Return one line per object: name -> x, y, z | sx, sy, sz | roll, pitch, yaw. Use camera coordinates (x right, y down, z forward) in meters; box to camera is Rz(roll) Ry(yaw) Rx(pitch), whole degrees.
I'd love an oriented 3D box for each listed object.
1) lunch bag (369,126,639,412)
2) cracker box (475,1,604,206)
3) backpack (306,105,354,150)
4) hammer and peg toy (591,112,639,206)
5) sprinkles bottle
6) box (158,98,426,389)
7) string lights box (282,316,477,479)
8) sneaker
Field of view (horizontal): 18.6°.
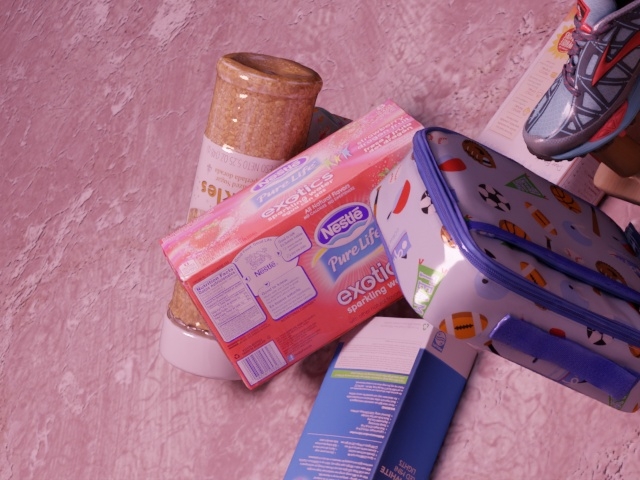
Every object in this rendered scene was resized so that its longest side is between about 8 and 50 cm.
lunch bag -> 0.199, 0.032, 1.800 | 0.115, 0.303, 0.243 | -53, 33, 23
cracker box -> 0.266, -0.129, 2.044 | 0.232, 0.067, 0.156 | -53, 35, -1
backpack -> 0.025, -0.078, 2.227 | 0.152, 0.115, 0.182 | -51, 33, 7
hammer and peg toy -> 0.425, -0.176, 1.848 | 0.266, 0.127, 0.361 | 23, 82, 53
sprinkles bottle -> -0.091, -0.026, 2.179 | 0.121, 0.121, 0.355 | 37, 119, 54
box -> 0.000, 0.000, 2.065 | 0.300, 0.154, 0.142 | -32, 24, -3
string lights box -> 0.048, 0.208, 1.997 | 0.133, 0.077, 0.259 | 1, 62, 49
sneaker -> 0.264, -0.195, 1.831 | 0.262, 0.125, 0.104 | -51, 36, 8
